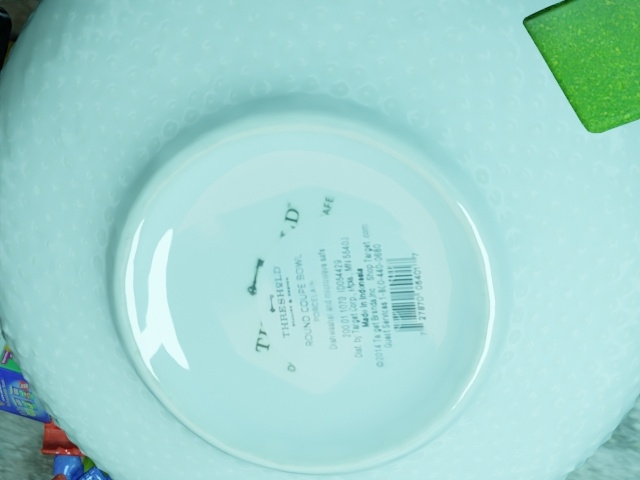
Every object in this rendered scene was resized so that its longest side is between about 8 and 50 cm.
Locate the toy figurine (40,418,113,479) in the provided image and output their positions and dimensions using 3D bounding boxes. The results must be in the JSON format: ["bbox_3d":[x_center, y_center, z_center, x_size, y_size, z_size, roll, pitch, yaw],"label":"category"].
[{"bbox_3d":[-0.105,0.232,1.289,0.217,0.191,0.362,4,163,-3],"label":"toy figurine"}]

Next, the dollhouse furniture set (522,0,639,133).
[{"bbox_3d":[0.172,-0.182,0.406,0.302,0.151,0.197,-20,104,46],"label":"dollhouse furniture set"}]

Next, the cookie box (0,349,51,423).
[{"bbox_3d":[-0.257,0.104,1.311,0.107,0.040,0.092,16,150,5],"label":"cookie box"}]

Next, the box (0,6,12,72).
[{"bbox_3d":[-0.385,-0.017,0.804,0.396,0.293,0.212,11,177,39],"label":"box"}]

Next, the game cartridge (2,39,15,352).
[{"bbox_3d":[-0.216,-0.022,1.071,0.285,0.052,0.324,29,150,-17],"label":"game cartridge"}]

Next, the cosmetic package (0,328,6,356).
[{"bbox_3d":[-0.301,0.044,1.030,0.151,0.151,0.183,11,148,11],"label":"cosmetic package"}]

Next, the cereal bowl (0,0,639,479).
[{"bbox_3d":[0.000,0.000,0.719,0.339,0.141,0.338,3,110,7],"label":"cereal bowl"}]
